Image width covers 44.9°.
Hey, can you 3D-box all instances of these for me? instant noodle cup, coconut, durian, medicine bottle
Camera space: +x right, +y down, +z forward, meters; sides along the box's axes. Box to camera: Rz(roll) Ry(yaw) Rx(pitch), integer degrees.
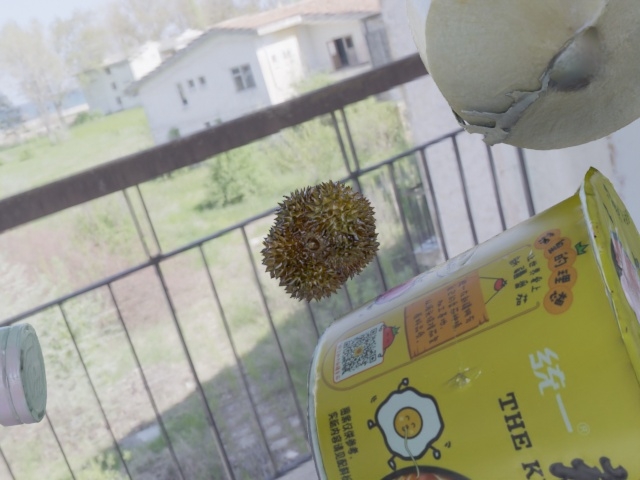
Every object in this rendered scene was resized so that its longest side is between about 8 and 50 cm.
[{"bbox_3d":[0.160,0.139,0.617,0.254,0.325,0.325,-23,12,26],"label":"instant noodle cup"},{"bbox_3d":[0.255,-0.255,0.870,0.323,0.322,0.323,-15,16,5],"label":"coconut"},{"bbox_3d":[0.000,0.000,0.964,0.158,0.137,0.168,-31,-5,13],"label":"durian"},{"bbox_3d":[-0.311,0.112,0.544,0.218,0.073,0.074,-9,15,-8],"label":"medicine bottle"}]
